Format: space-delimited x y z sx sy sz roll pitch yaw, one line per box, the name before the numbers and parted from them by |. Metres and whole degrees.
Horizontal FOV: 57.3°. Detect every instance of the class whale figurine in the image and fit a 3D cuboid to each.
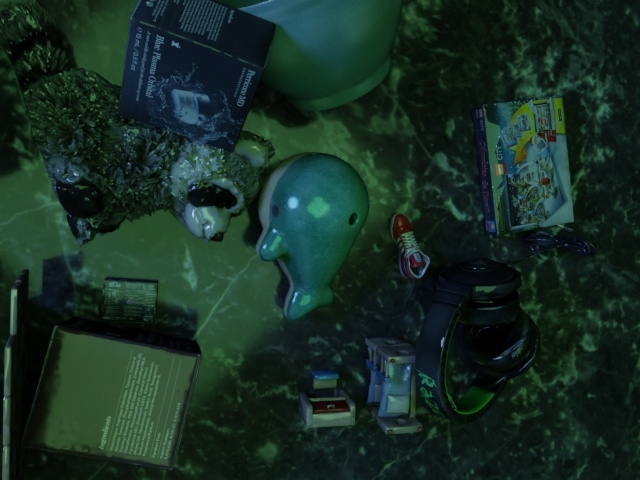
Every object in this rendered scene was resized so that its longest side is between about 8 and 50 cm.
whale figurine | 0.000 0.000 0.925 0.216 0.141 0.272 -16 114 -43

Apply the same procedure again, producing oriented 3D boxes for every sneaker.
sneaker | 0.155 0.011 1.012 0.042 0.067 0.119 -15 98 -12

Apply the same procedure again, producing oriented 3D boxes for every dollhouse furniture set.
dollhouse furniture set | 0.066 0.242 0.980 0.183 0.129 0.129 0 95 -13

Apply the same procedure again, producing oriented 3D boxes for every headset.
headset | 0.306 0.125 0.971 0.394 0.185 0.243 -51 129 -28

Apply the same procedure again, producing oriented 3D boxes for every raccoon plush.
raccoon plush | -0.256 -0.198 0.842 0.299 0.216 0.447 -21 99 -18

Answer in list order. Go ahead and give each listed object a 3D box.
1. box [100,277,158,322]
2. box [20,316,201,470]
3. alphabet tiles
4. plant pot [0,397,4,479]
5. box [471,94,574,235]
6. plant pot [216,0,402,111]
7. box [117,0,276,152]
box | -0.306 0.097 0.939 0.083 0.018 0.067 4 94 -13
box | -0.296 0.219 0.867 0.203 0.168 0.167 15 84 -14
alphabet tiles | -0.408 0.219 0.791 0.011 0.285 0.343 2 94 -23
plant pot | -0.542 0.299 0.790 0.253 0.239 0.254 -1 95 -13
box | 0.368 -0.136 1.060 0.159 0.044 0.233 -9 97 -12
plant pot | -0.005 -0.317 0.861 0.293 0.293 0.196 -32 127 -8
box | -0.157 -0.214 0.734 0.158 0.156 0.093 17 53 -14
